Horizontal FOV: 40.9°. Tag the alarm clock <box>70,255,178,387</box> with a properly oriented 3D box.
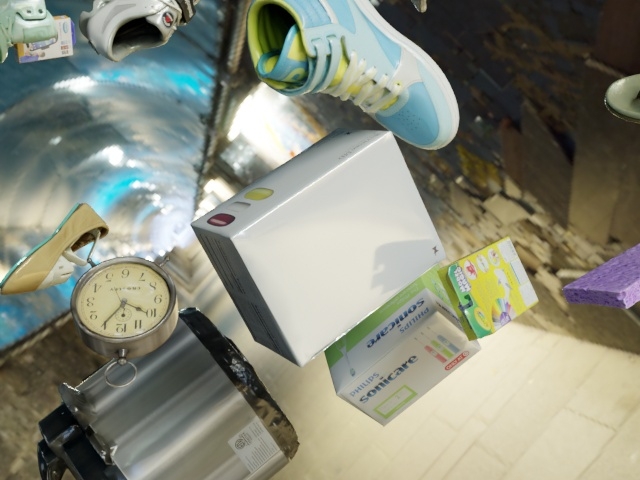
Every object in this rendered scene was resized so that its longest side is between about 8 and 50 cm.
[{"bbox_3d":[-0.245,0.102,1.073,0.064,0.129,0.192,95,172,-48],"label":"alarm clock"}]

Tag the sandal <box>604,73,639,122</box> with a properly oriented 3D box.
[{"bbox_3d":[0.680,-0.288,1.583,0.302,0.086,0.120,0,53,31],"label":"sandal"}]

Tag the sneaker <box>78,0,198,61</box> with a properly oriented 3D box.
[{"bbox_3d":[-0.287,-0.445,1.624,0.330,0.122,0.146,-37,52,0],"label":"sneaker"}]

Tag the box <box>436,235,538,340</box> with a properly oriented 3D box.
[{"bbox_3d":[0.221,0.065,1.144,0.043,0.105,0.179,-27,-5,36],"label":"box"}]

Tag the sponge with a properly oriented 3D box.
[{"bbox_3d":[0.478,0.045,1.297,0.210,0.031,0.117,-25,11,-27],"label":"sponge"}]

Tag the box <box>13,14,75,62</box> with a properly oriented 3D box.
[{"bbox_3d":[-0.570,-0.420,1.786,0.136,0.028,0.081,-19,-53,-34],"label":"box"}]

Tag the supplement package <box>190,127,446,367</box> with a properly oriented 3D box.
[{"bbox_3d":[0.000,0.000,1.155,0.262,0.204,0.145,-35,23,-20],"label":"supplement package"}]

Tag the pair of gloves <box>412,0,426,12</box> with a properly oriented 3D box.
[{"bbox_3d":[0.126,-0.548,1.559,0.042,0.240,0.204,-27,-21,-3],"label":"pair of gloves"}]

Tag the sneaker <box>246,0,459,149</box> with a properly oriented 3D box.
[{"bbox_3d":[0.030,-0.204,1.086,0.127,0.319,0.208,-40,8,41],"label":"sneaker"}]

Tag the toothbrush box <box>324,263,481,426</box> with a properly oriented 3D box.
[{"bbox_3d":[0.107,0.121,1.399,0.206,0.122,0.283,-42,30,15],"label":"toothbrush box"}]

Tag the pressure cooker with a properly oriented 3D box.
[{"bbox_3d":[-0.297,0.372,1.588,0.420,0.370,0.375,-39,-6,-13],"label":"pressure cooker"}]

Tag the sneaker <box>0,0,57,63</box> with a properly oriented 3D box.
[{"bbox_3d":[-0.499,-0.320,1.368,0.094,0.151,0.256,121,147,-58],"label":"sneaker"}]

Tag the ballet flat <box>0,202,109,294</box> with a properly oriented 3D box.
[{"bbox_3d":[-0.379,0.020,1.261,0.080,0.073,0.232,-45,11,35],"label":"ballet flat"}]
